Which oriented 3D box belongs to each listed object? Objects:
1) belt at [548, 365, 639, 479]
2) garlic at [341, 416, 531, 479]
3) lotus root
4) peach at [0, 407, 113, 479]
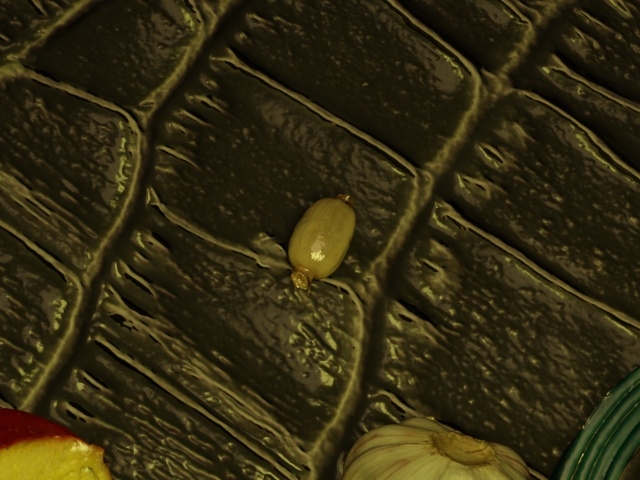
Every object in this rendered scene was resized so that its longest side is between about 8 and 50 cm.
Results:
[{"bbox_3d":[0.425,0.305,1.899,0.300,0.173,0.436,39,68,14],"label":"belt"},{"bbox_3d":[0.116,0.341,1.859,0.245,0.245,0.253,24,102,6],"label":"garlic"},{"bbox_3d":[0.000,0.000,2.062,0.073,0.062,0.150,24,63,7],"label":"lotus root"},{"bbox_3d":[-0.378,0.314,1.771,0.338,0.281,0.281,-6,65,-8],"label":"peach"}]
